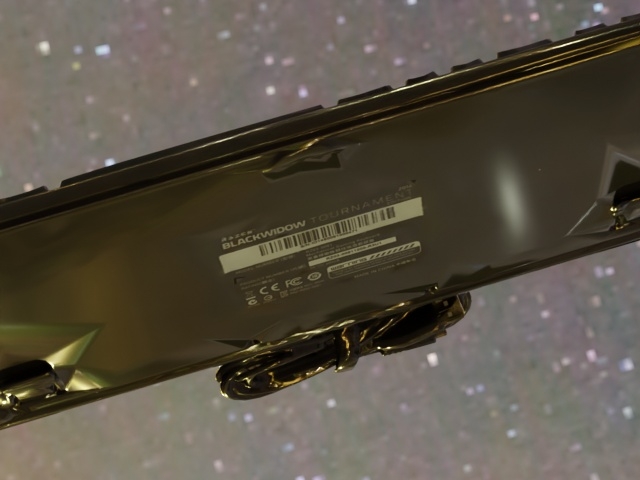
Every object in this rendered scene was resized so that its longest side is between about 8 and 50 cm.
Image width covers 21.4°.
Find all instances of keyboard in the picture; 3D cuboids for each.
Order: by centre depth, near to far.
[{"bbox_3d":[0.000,0.000,0.365,0.108,0.180,0.023,76,-2,-59],"label":"keyboard"}]
